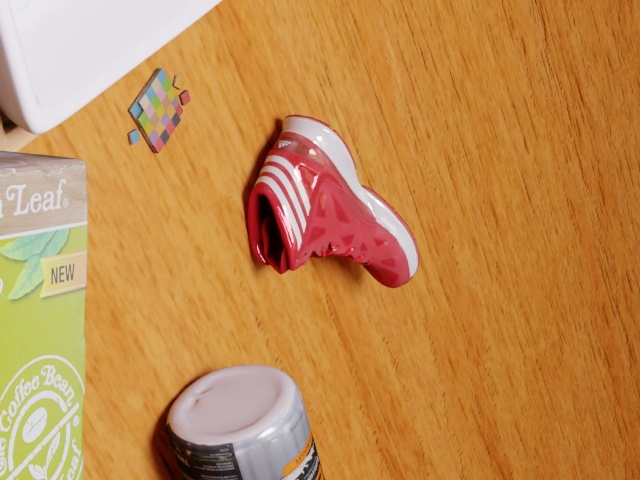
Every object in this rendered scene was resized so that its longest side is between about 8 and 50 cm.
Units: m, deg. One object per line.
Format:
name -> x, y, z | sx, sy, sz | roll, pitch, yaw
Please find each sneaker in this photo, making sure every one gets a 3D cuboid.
sneaker -> 0.000, 0.000, 1.473 | 0.221, 0.087, 0.128 | 51, 61, -34

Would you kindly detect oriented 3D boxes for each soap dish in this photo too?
soap dish -> -0.176, -0.221, 1.085 | 0.291, 0.118, 0.229 | -47, 137, -44

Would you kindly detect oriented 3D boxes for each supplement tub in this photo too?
supplement tub -> -0.054, 0.211, 1.372 | 0.117, 0.117, 0.190 | -49, 135, -43

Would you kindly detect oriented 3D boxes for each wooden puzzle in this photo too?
wooden puzzle -> -0.130, -0.105, 1.294 | 0.083, 0.006, 0.049 | -61, 142, -32

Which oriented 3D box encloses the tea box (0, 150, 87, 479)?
tea box -> -0.301, 0.115, 0.833 | 0.329, 0.220, 0.324 | -16, 109, -63
